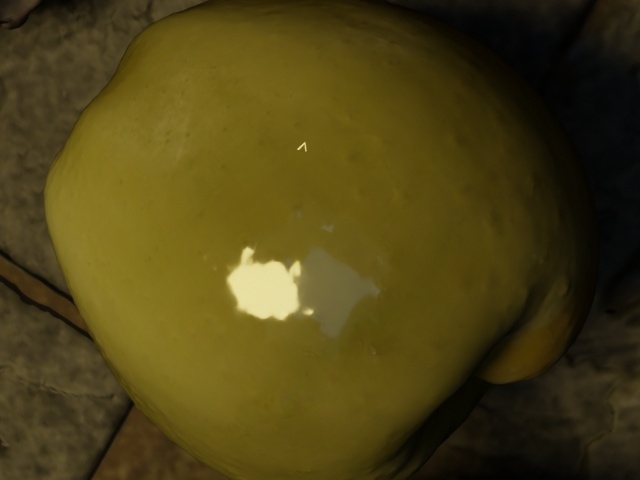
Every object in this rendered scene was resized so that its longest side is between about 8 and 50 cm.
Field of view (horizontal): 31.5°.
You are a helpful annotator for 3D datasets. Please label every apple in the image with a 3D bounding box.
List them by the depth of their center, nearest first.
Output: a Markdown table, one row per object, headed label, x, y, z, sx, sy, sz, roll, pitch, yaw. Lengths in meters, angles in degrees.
| label | x | y | z | sx | sy | sz | roll | pitch | yaw |
| --- | --- | --- | --- | --- | --- | --- | --- | --- | --- |
| apple | 0.000 | 0.000 | 0.417 | 0.200 | 0.200 | 0.200 | 4 | 104 | 15 |

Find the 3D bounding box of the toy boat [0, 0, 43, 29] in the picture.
| label | x | y | z | sx | sy | sz | roll | pitch | yaw |
| --- | --- | --- | --- | --- | --- | --- | --- | --- | --- |
| toy boat | -0.238 | -0.196 | 0.500 | 0.282 | 0.096 | 0.206 | 12 | 100 | 25 |
